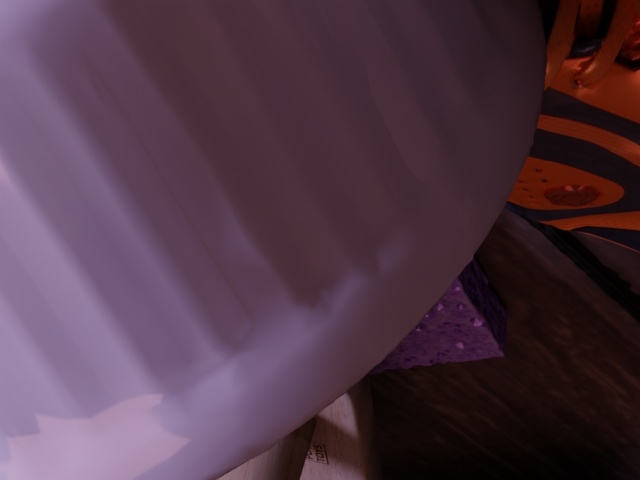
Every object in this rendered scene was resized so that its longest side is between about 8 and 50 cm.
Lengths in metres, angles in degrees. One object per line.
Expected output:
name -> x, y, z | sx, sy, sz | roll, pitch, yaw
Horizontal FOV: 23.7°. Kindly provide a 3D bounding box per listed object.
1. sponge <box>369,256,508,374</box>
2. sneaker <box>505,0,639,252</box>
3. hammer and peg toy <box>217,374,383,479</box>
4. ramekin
sponge -> 0.000, 0.000, 0.703 | 0.117, 0.031, 0.210 | -9, 142, 22
sneaker -> 0.125, -0.085, 0.477 | 0.180, 0.125, 0.321 | 10, 145, -6
hammer and peg toy -> -0.093, 0.068, 0.686 | 0.266, 0.127, 0.361 | 11, 150, 12
ramekin -> -0.089, -0.068, 0.420 | 0.277, 0.277, 0.135 | -8, 135, 21
